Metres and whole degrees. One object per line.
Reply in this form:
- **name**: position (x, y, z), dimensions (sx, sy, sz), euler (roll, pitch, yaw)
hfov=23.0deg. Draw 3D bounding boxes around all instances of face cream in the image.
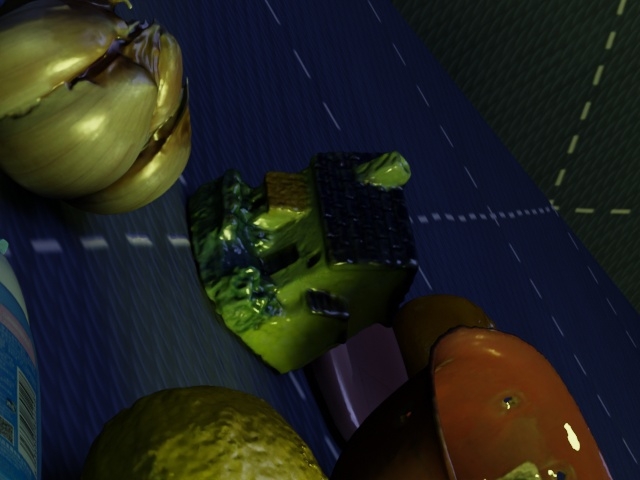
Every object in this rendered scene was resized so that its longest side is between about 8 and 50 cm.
- **face cream**: position (-0.234, 0.082, 0.990), dimensions (0.149, 0.083, 0.264), euler (47, 20, -37)

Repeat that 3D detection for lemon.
- **lemon**: position (-0.076, 0.194, 1.089), dimensions (0.180, 0.180, 0.193), euler (24, 59, -63)

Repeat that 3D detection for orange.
- **orange**: position (0.155, 0.139, 1.925), dimensions (0.159, 0.136, 0.159), euler (51, 15, -19)

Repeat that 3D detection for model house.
- **model house**: position (0.000, 0.000, 1.599), dimensions (0.170, 0.211, 0.194), euler (49, 20, -36)

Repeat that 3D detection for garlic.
- **garlic**: position (-0.206, -0.106, 1.301), dimensions (0.160, 0.191, 0.214), euler (-45, 117, -48)

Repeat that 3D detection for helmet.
- **helmet**: position (0.119, 0.270, 1.420), dimensions (0.385, 0.230, 0.337), euler (22, 46, -53)

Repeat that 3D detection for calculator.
- **calculator**: position (0.041, 0.130, 1.769), dimensions (0.220, 0.048, 0.329), euler (40, 27, -51)
